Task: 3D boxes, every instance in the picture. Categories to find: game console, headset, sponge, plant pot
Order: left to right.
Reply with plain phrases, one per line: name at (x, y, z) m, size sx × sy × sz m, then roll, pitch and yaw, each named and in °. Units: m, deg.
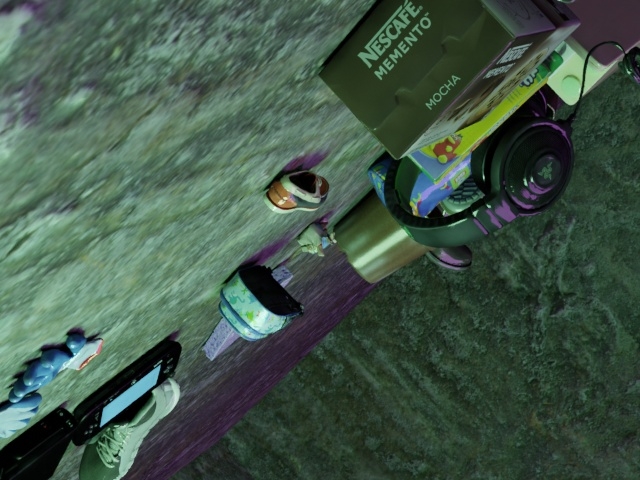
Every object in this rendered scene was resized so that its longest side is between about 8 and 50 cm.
game console at (-0.328, 0.253, 1.534) m, size 0.361 × 0.044 × 0.213 m, roll -38°, pitch 171°, yaw -34°
sponge at (-0.128, 0.125, 1.888) m, size 0.117 × 0.031 × 0.210 m, roll -37°, pitch 170°, yaw -35°
plant pot at (0.123, -0.018, 1.940) m, size 0.165 × 0.167 × 0.167 m, roll -37°, pitch 174°, yaw 14°
headset at (0.276, -0.125, 1.492) m, size 0.394 × 0.185 × 0.243 m, roll -34°, pitch -144°, yaw 17°

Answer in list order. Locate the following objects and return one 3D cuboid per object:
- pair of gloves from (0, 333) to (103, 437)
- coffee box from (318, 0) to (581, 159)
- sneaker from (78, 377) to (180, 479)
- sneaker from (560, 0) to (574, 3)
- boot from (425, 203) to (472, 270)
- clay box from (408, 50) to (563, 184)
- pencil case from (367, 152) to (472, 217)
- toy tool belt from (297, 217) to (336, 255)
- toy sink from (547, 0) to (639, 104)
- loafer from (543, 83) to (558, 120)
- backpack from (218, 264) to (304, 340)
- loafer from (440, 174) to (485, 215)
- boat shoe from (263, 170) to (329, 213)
pair of gloves at (-0.320, 0.171, 1.200) m, size 0.198 × 0.023 × 0.159 m, roll -45°, pitch 172°, yaw 8°
coffee box at (0.143, -0.201, 1.136) m, size 0.168 × 0.119 × 0.297 m, roll -45°, pitch 172°, yaw 26°
sneaker at (-0.323, 0.298, 1.714) m, size 0.228 × 0.086 × 0.132 m, roll -53°, pitch 167°, yaw 4°
sneaker at (0.271, -0.374, 0.962) m, size 0.410 × 0.158 × 0.182 m, roll -43°, pitch -156°, yaw -10°
boot at (0.260, -0.077, 2.047) m, size 0.229 × 0.263 × 0.091 m, roll -40°, pitch -150°, yaw 23°
clay box at (0.178, -0.190, 1.343) m, size 0.222 × 0.127 × 0.053 m, roll -44°, pitch 172°, yaw 3°
pencil case at (0.214, -0.159, 1.725) m, size 0.306 × 0.119 × 0.133 m, roll -43°, pitch 161°, yaw 2°
toy tool belt at (0.000, 0.000, 1.772) m, size 0.052 × 0.051 × 0.083 m, roll -46°, pitch 172°, yaw 24°
toy sink at (0.389, -0.312, 1.660) m, size 0.234 × 0.153 × 0.131 m, roll -37°, pitch 171°, yaw -41°
loafer at (0.355, -0.245, 1.933) m, size 0.366 × 0.130 × 0.134 m, roll -36°, pitch 170°, yaw -40°
backpack at (-0.097, 0.095, 1.609) m, size 0.084 × 0.105 × 0.114 m, roll -46°, pitch 167°, yaw 14°
loafer at (0.241, -0.106, 1.863) m, size 0.094 × 0.087 × 0.251 m, roll -6°, pitch -146°, yaw 9°
boat shoe at (-0.021, -0.065, 1.338) m, size 0.043 × 0.049 × 0.137 m, roll -49°, pitch 166°, yaw 24°
